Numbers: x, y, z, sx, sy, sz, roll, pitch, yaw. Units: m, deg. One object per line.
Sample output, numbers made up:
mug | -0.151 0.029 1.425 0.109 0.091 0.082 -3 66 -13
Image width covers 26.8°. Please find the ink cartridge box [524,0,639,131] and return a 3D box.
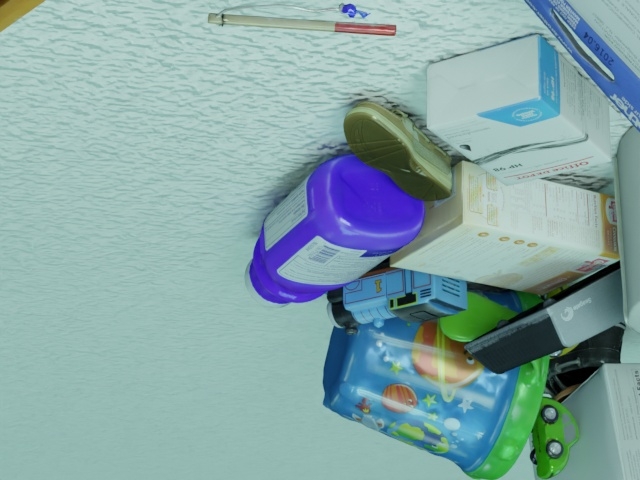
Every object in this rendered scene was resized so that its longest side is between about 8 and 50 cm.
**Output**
ink cartridge box | 0.187 -0.185 0.743 0.065 0.186 0.311 -35 163 -14

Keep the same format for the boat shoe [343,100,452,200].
boat shoe | 0.072 -0.088 1.206 0.056 0.048 0.153 -10 149 37

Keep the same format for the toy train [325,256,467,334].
toy train | 0.074 0.041 1.453 0.184 0.105 0.080 -15 154 36

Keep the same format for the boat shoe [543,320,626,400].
boat shoe | 0.336 0.175 1.801 0.113 0.105 0.306 5 159 -11

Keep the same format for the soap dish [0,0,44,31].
soap dish | -0.269 -0.199 0.804 0.229 0.118 0.291 19 152 -39

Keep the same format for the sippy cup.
sippy cup | 0.127 0.148 1.607 0.224 0.240 0.305 15 119 -8

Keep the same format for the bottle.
bottle | 0.000 0.000 1.363 0.118 0.092 0.283 3 161 -22

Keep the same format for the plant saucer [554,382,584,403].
plant saucer | 0.340 0.197 1.714 0.083 0.013 0.083 -4 155 -2

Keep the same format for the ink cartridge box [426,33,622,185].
ink cartridge box | 0.178 -0.100 1.133 0.104 0.060 0.180 -13 155 32

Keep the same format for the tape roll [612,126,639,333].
tape roll | 0.394 -0.012 1.207 0.246 0.169 0.246 0 160 0

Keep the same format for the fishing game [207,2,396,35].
fishing game | -0.007 -0.221 0.851 0.189 0.041 0.264 2 152 -3

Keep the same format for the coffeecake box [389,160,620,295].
coffeecake box | 0.183 -0.008 1.330 0.185 0.068 0.142 11 157 -24

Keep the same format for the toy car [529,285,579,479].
toy car | 0.282 0.182 1.659 0.053 0.225 0.239 1 160 -13

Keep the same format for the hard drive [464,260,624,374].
hard drive | 0.289 0.061 1.406 0.254 0.054 0.172 -24 175 -33

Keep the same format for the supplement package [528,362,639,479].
supplement package | 0.381 0.291 1.663 0.145 0.204 0.262 1 154 -12
